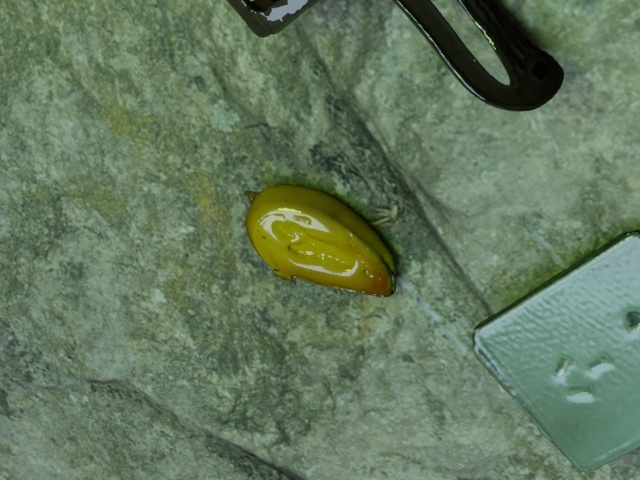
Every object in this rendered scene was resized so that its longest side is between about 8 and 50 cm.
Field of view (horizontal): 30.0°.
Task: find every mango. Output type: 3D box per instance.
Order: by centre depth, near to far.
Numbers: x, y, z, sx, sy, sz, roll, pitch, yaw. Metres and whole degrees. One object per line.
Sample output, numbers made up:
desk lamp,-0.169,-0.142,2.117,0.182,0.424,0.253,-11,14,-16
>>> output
mango,0.000,0.000,1.247,0.187,0.066,0.101,27,123,1

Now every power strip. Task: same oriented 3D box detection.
power strip,0.285,0.106,1.175,0.213,0.064,0.198,-35,101,26

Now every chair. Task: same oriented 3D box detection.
chair,0.037,-0.218,1.004,0.183,0.175,0.326,-30,100,29
